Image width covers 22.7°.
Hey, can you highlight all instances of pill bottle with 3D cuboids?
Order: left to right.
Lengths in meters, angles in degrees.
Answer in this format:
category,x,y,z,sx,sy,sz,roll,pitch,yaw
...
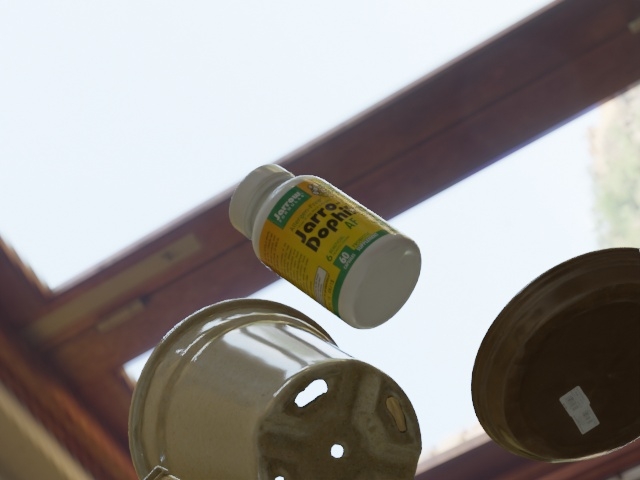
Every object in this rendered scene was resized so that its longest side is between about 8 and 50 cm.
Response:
category,x,y,z,sx,sy,sz,roll,pitch,yaw
pill bottle,0.000,0.000,1.751,0.208,0.117,0.117,35,-175,33

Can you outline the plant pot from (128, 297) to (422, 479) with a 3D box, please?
category,x,y,z,sx,sy,sz,roll,pitch,yaw
plant pot,-0.039,0.247,2.017,0.334,0.334,0.305,55,161,-16

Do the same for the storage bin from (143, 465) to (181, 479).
category,x,y,z,sx,sy,sz,roll,pitch,yaw
storage bin,-0.109,0.362,1.389,0.260,0.262,0.123,-45,-36,-37

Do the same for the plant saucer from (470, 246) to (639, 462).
category,x,y,z,sx,sy,sz,roll,pitch,yaw
plant saucer,0.295,0.134,1.715,0.278,0.278,0.041,45,-172,-37
